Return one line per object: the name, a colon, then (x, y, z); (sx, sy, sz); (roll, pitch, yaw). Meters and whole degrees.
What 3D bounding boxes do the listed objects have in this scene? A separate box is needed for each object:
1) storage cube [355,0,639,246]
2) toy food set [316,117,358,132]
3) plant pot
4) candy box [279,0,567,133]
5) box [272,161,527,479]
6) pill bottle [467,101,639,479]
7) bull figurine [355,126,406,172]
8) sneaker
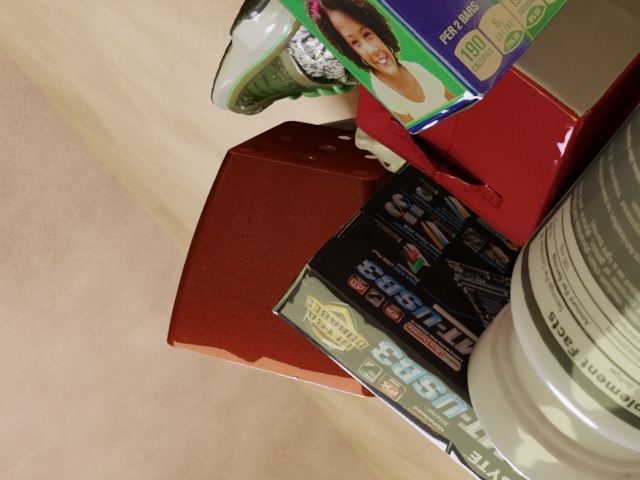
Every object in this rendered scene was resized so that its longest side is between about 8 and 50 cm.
storage cube: (0.156, -0.150, 0.941); (0.183, 0.215, 0.193); (38, 159, 15)
toy food set: (0.075, -0.099, 1.593); (0.128, 0.071, 0.218); (-15, 128, 44)
plant pot: (0.000, 0.000, 1.468); (0.267, 0.267, 0.236); (13, 111, 20)
candy box: (0.043, -0.271, 0.745); (0.317, 0.268, 0.122); (43, 162, -7)
box: (0.148, 0.065, 1.083); (0.295, 0.293, 0.073); (38, 129, 5)
pill bottle: (0.261, 0.020, 0.858); (0.210, 0.210, 0.363); (39, 133, 7)
bull figurine: (0.161, -0.108, 1.236); (0.310, 0.101, 0.188); (21, 153, 33)
sneaker: (-0.007, -0.199, 1.371); (0.182, 0.158, 0.410); (28, 170, -4)
